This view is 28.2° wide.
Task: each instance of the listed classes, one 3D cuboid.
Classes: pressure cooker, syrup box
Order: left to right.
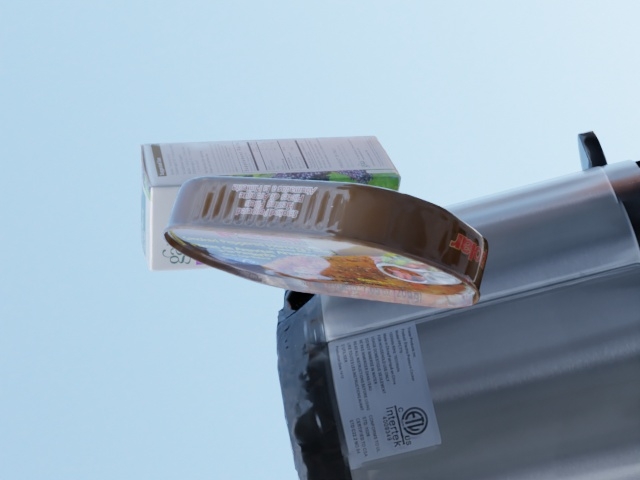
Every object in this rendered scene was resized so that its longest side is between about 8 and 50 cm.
[{"bbox_3d":[-0.052,-0.037,1.213,0.237,0.096,0.093,-3,-59,-13],"label":"syrup box"},{"bbox_3d":[0.205,0.134,1.026,0.375,0.420,0.370,-81,-26,-70],"label":"pressure cooker"}]

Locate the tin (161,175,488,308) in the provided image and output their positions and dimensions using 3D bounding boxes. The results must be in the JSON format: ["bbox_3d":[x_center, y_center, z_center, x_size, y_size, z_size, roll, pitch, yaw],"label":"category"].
[{"bbox_3d":[0.000,0.000,0.680,0.106,0.190,0.040,27,-107,-51],"label":"tin"}]
